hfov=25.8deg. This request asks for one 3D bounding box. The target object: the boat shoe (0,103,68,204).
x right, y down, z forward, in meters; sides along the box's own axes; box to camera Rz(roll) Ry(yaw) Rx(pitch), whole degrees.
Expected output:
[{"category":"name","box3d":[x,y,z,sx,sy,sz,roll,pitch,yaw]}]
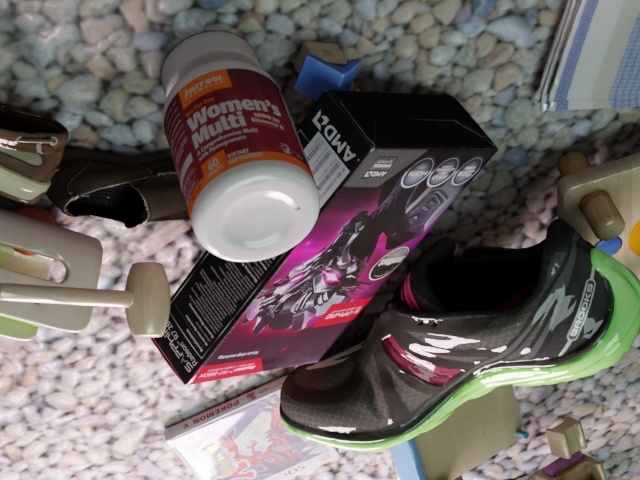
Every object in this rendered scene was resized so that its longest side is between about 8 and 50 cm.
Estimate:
[{"category":"boat shoe","box3d":[-0.351,-0.122,1.310,0.257,0.095,0.095,22,109,-45]}]

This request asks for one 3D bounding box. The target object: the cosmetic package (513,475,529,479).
[{"category":"cosmetic package","box3d":[0.267,0.485,2.138,0.184,0.151,0.151,-19,139,0]}]

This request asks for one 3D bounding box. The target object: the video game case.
[{"category":"video game case","box3d":[-0.088,0.273,1.868,0.183,0.023,0.201,-25,138,4]}]

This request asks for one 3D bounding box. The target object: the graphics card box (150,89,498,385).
[{"category":"graphics card box","box3d":[0.000,0.000,1.513,0.233,0.094,0.371,-3,138,-51]}]

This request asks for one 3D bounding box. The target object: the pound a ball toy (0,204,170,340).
[{"category":"pound a ball toy","box3d":[-0.324,0.008,1.385,0.319,0.135,0.208,18,161,-35]}]

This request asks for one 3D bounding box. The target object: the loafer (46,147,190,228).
[{"category":"loafer","box3d":[-0.182,-0.043,1.457,0.220,0.078,0.080,0,134,-22]}]

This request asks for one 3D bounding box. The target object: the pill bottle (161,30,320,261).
[{"category":"pill bottle","box3d":[-0.084,-0.095,1.334,0.121,0.221,0.121,-11,138,-10]}]

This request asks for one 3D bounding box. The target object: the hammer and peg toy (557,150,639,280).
[{"category":"hammer and peg toy","box3d":[0.411,0.019,1.723,0.266,0.127,0.361,-17,138,-5]}]

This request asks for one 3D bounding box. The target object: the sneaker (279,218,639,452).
[{"category":"sneaker","box3d":[0.139,0.099,1.652,0.483,0.185,0.202,-26,116,28]}]

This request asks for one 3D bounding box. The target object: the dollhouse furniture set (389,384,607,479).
[{"category":"dollhouse furniture set","box3d":[0.202,0.264,1.948,0.286,0.198,0.303,-28,110,-25]}]

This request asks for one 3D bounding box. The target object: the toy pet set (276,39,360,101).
[{"category":"toy pet set","box3d":[0.002,-0.142,1.433,0.122,0.065,0.114,2,131,-28]}]

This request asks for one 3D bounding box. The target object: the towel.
[{"category":"towel","box3d":[0.383,-0.234,1.519,0.285,0.034,0.209,-6,134,-19]}]
